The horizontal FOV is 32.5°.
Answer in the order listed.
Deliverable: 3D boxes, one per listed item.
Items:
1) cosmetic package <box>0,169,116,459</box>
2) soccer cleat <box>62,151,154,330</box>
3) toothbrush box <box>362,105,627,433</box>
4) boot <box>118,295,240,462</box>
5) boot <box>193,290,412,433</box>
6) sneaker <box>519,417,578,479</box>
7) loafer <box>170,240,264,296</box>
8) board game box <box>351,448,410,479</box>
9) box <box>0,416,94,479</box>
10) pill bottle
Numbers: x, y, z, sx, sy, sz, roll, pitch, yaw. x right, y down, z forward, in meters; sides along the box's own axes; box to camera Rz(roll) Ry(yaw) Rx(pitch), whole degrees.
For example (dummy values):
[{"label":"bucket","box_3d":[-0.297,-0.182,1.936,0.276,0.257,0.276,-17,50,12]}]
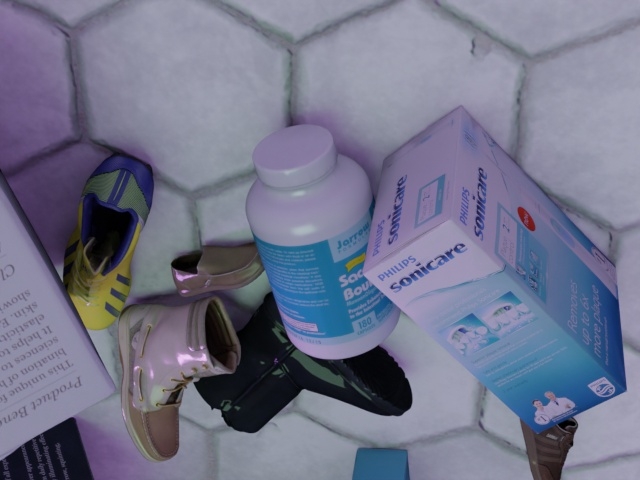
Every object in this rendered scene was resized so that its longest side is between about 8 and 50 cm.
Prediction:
[{"label":"cosmetic package","box_3d":[-0.481,0.030,1.189,0.330,0.327,0.393,-28,124,-12]},{"label":"soccer cleat","box_3d":[-0.276,0.021,1.356,0.094,0.121,0.289,19,130,-5]},{"label":"toothbrush box","box_3d":[0.197,0.032,1.212,0.126,0.216,0.295,-35,114,31]},{"label":"boot","box_3d":[-0.178,0.181,1.421,0.165,0.077,0.213,-9,87,35]},{"label":"boot","box_3d":[-0.029,0.191,1.460,0.246,0.094,0.207,37,123,-10]},{"label":"sneaker","box_3d":[0.314,0.271,1.478,0.071,0.066,0.188,-9,127,17]},{"label":"loafer","box_3d":[-0.129,0.032,1.378,0.148,0.056,0.050,-20,128,25]},{"label":"board game box","box_3d":[0.076,0.504,1.538,0.079,0.336,0.253,1,128,11]},{"label":"box","box_3d":[-0.513,0.447,1.534,0.396,0.293,0.212,-3,136,-28]},{"label":"pill bottle","box_3d":[0.000,0.000,1.268,0.146,0.146,0.264,-6,128,15]}]
